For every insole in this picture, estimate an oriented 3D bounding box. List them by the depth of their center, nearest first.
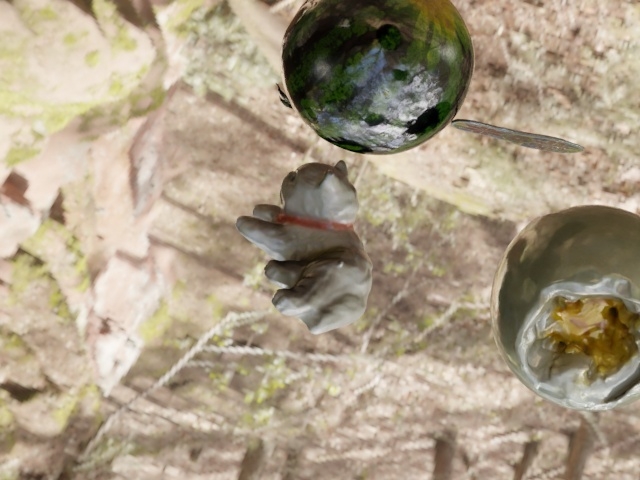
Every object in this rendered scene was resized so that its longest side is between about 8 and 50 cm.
[{"bbox_3d":[0.273,-0.143,1.418,0.193,0.006,0.065,11,172,-10],"label":"insole"}]

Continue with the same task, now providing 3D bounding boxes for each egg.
[{"bbox_3d":[0.386,0.082,1.465,0.278,0.336,0.278,6,113,13],"label":"egg"}]

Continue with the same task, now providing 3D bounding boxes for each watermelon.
[{"bbox_3d":[0.075,-0.240,1.366,0.269,0.269,0.269,18,151,10],"label":"watermelon"}]

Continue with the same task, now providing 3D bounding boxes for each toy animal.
[{"bbox_3d":[0.000,0.000,1.644,0.266,0.188,0.308,47,-165,4],"label":"toy animal"}]
